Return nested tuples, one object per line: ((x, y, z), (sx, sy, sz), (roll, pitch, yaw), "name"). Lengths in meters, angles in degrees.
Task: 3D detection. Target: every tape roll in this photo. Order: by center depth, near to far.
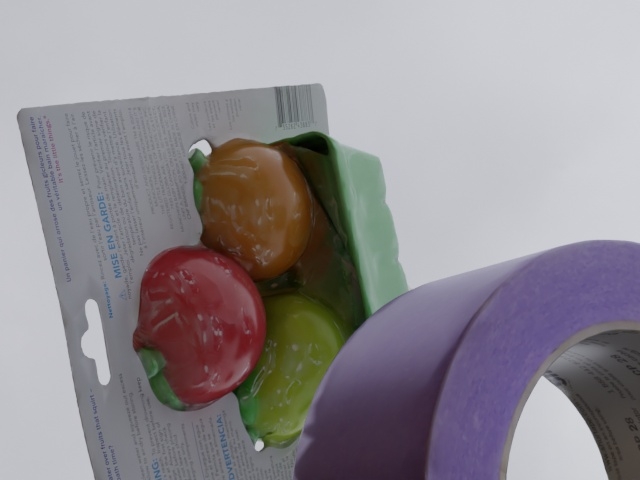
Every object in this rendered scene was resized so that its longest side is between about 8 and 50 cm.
((0.089, 0.098, 0.487), (0.080, 0.189, 0.189), (-20, -108, 54), "tape roll")

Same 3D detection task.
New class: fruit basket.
((-0.078, 0.046, 1.062), (0.165, 0.353, 0.327), (-12, -88, 43), "fruit basket")

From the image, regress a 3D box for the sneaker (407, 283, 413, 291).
((0.000, 0.000, 1.442), (0.114, 0.305, 0.152), (-34, -148, 43), "sneaker")
